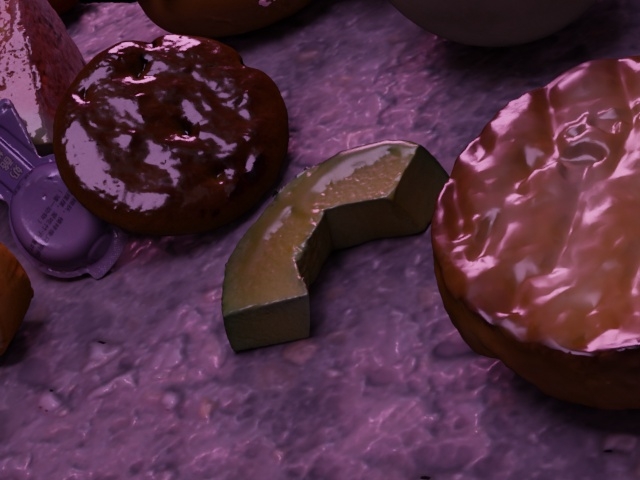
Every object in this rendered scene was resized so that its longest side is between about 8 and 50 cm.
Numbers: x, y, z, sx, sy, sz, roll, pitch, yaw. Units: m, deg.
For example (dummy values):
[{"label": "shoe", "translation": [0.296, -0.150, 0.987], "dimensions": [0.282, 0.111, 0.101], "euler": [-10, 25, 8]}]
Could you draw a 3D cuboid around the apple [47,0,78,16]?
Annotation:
[{"label": "apple", "translation": [-0.320, -0.299, 1.657], "dimensions": [0.102, 0.126, 0.126], "euler": [-54, 41, -4]}]

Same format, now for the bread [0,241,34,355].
[{"label": "bread", "translation": [-0.314, 0.041, 1.251], "dimensions": [0.149, 0.122, 0.073], "euler": [-3, 41, 28]}]

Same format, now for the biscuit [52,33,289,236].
[{"label": "biscuit", "translation": [-0.130, -0.095, 1.293], "dimensions": [0.212, 0.036, 0.212], "euler": [2, 57, -3]}]

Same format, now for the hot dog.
[{"label": "hot dog", "translation": [-0.062, -0.264, 1.472], "dimensions": [0.326, 0.107, 0.194], "euler": [2, 55, 21]}]

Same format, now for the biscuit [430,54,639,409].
[{"label": "biscuit", "translation": [0.220, -0.008, 0.996], "dimensions": [0.296, 0.102, 0.296], "euler": [-14, 42, 13]}]

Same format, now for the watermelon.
[{"label": "watermelon", "translation": [-0.347, -0.170, 1.457], "dimensions": [0.310, 0.193, 0.231], "euler": [8, 51, 36]}]

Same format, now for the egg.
[{"label": "egg", "translation": [0.142, -0.258, 1.262], "dimensions": [0.253, 0.186, 0.186], "euler": [24, 60, 43]}]

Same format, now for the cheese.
[{"label": "cheese", "translation": [-0.243, -0.039, 1.312], "dimensions": [0.191, 0.042, 0.105], "euler": [41, 98, 20]}]

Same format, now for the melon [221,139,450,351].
[{"label": "melon", "translation": [0.000, 0.000, 1.158], "dimensions": [0.118, 0.064, 0.209], "euler": [16, 58, 37]}]
